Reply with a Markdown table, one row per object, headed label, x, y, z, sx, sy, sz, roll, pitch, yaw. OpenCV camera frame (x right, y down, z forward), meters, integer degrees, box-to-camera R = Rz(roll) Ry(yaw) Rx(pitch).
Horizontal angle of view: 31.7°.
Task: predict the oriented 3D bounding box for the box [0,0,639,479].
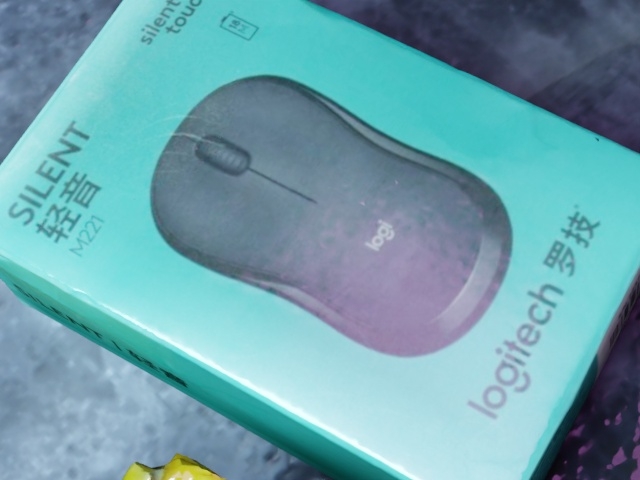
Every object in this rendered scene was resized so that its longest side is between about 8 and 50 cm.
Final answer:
| label | x | y | z | sx | sy | sz | roll | pitch | yaw |
| --- | --- | --- | --- | --- | --- | --- | --- | --- | --- |
| box | 0.000 | 0.000 | 0.587 | 0.311 | 0.118 | 0.205 | 28 | 70 | 14 |

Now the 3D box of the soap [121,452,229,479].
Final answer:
| label | x | y | z | sx | sy | sz | roll | pitch | yaw |
| --- | --- | --- | --- | --- | --- | --- | --- | --- | --- |
| soap | -0.053 | 0.271 | 0.438 | 0.204 | 0.096 | 0.324 | 36 | 71 | -23 |
